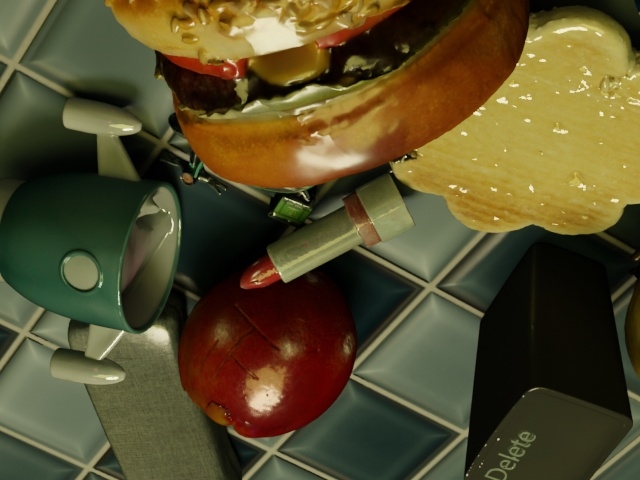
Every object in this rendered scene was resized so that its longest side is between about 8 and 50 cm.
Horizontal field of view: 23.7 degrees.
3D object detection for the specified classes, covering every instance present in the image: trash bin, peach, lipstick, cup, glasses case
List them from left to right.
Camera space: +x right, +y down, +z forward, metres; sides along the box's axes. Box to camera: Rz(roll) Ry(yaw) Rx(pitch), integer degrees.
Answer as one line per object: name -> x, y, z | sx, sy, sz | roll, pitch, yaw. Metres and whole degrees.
cup -> -0.248, 0.002, 1.550 | 0.173, 0.167, 0.300 | 10, 108, 14
glasses case -> -0.187, 0.192, 1.755 | 0.131, 0.074, 0.323 | -5, 130, 12
peach -> -0.050, 0.109, 1.610 | 0.197, 0.197, 0.197 | 3, 131, 3
lipstick -> -0.001, -0.001, 1.543 | 0.186, 0.057, 0.063 | -27, 150, 2
trash bin -> 0.228, 0.134, 1.563 | 0.115, 0.225, 0.165 | 19, 130, -10

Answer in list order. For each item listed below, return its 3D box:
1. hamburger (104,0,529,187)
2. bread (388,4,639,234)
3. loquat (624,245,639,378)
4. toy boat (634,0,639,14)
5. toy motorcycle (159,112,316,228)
hamburger -> -0.007, -0.219, 1.229 | 0.330, 0.330, 0.250 | -17, 125, 19
bread -> 0.202, -0.113, 1.443 | 0.316, 0.054, 0.316 | 9, 141, 7
loquat -> 0.413, 0.074, 1.506 | 0.243, 0.244, 0.244 | 3, 131, 3
toy boat -> 0.419, -0.215, 1.335 | 0.291, 0.070, 0.210 | -3, 147, 7
toy motorcycle -> -0.077, -0.079, 1.523 | 0.173, 0.058, 0.100 | 21, 135, -15
